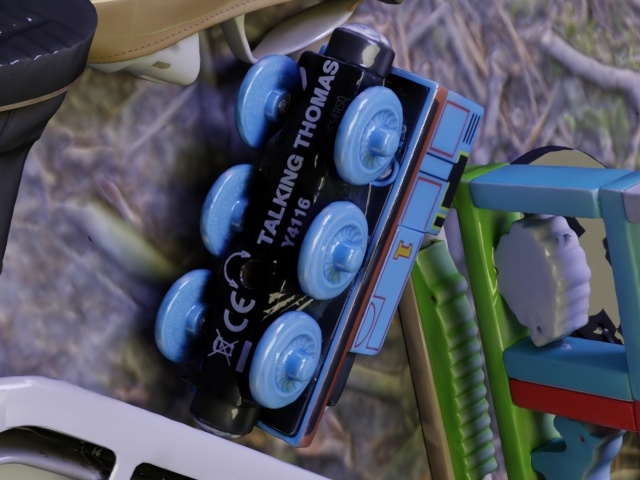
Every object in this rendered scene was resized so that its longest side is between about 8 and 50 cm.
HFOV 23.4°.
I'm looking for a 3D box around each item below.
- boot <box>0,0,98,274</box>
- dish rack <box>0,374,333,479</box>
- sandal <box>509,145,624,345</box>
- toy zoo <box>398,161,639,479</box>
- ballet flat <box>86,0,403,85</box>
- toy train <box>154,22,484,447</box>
[{"bbox_3d":[-0.168,-0.009,0.512,0.197,0.077,0.137,-17,143,-41],"label":"boot"},{"bbox_3d":[-0.102,0.237,0.625,0.285,0.072,0.333,26,78,-37],"label":"dish rack"},{"bbox_3d":[0.190,0.050,0.793,0.254,0.054,0.097,33,92,-13],"label":"sandal"},{"bbox_3d":[0.143,0.064,0.660,0.030,0.293,0.192,-22,108,-35],"label":"toy zoo"},{"bbox_3d":[-0.044,-0.101,0.640,0.232,0.080,0.073,-22,123,-33],"label":"ballet flat"},{"bbox_3d":[0.000,0.000,0.669,0.105,0.080,0.184,15,96,-57],"label":"toy train"}]
